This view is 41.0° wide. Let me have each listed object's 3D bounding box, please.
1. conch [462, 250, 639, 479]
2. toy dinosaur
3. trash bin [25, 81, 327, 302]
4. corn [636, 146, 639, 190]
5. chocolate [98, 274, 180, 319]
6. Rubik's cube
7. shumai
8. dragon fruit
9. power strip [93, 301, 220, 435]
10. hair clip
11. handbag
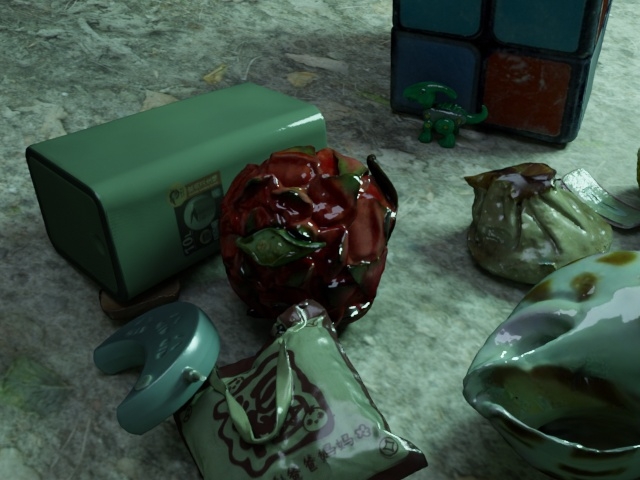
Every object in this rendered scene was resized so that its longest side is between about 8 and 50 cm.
[{"bbox_3d":[0.310,0.129,0.858,0.368,0.197,0.249,-18,36,-7],"label":"conch"},{"bbox_3d":[0.193,-0.199,1.328,0.132,0.096,0.059,8,43,15],"label":"toy dinosaur"},{"bbox_3d":[-0.179,-0.090,1.141,0.343,0.158,0.223,-28,36,-29],"label":"trash bin"},{"bbox_3d":[0.500,-0.039,1.112,0.122,0.123,0.305,-1,41,-3],"label":"corn"},{"bbox_3d":[-0.223,0.072,1.071,0.100,0.031,0.064,-16,35,-11],"label":"chocolate"},{"bbox_3d":[0.300,-0.383,1.373,0.318,0.316,0.313,13,42,18],"label":"Rubik's cube"},{"bbox_3d":[0.285,-0.041,1.125,0.201,0.120,0.201,-2,38,2],"label":"shumai"},{"bbox_3d":[0.000,0.000,1.041,0.234,0.234,0.293,29,13,31],"label":"dragon fruit"},{"bbox_3d":[-0.169,0.128,0.912,0.137,0.044,0.216,-38,24,-12],"label":"power strip"},{"bbox_3d":[0.401,-0.056,1.211,0.054,0.022,0.137,-25,47,-24],"label":"hair clip"},{"bbox_3d":[-0.033,0.195,0.855,0.213,0.127,0.235,-37,44,3],"label":"handbag"}]
